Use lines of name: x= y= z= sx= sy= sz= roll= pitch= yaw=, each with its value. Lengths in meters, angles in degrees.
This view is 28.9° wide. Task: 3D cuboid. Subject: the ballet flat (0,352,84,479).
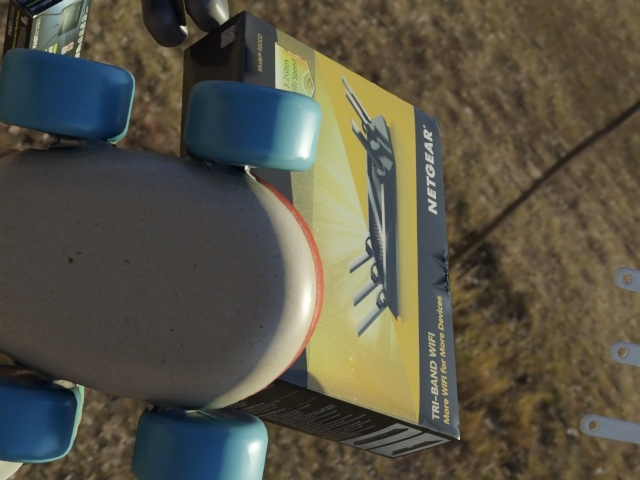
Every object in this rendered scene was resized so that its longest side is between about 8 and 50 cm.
ballet flat: x=-0.371 y=0.205 z=1.118 sx=0.123 sy=0.348 sz=0.123 roll=-25 pitch=90 yaw=-87

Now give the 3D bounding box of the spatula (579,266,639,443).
spatula: x=0.331 y=0.113 z=0.985 sx=0.241 sy=0.168 sz=0.019 roll=11 pitch=7 yaw=-11

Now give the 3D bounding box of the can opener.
can opener: x=-0.120 y=-0.274 z=1.100 sx=0.095 sy=0.076 sz=0.284 roll=56 pitch=19 yaw=-54

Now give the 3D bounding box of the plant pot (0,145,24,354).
plant pot: x=-0.337 y=0.031 z=1.260 sx=0.237 sy=0.237 sz=0.109 roll=51 pitch=37 yaw=4

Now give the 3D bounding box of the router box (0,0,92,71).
router box: x=-0.296 y=-0.228 z=1.342 sx=0.038 sy=0.122 sz=0.092 roll=40 pitch=52 yaw=13

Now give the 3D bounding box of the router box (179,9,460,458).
router box: x=0.000 y=0.000 z=1.012 sx=0.243 sy=0.081 sz=0.309 roll=23 pitch=55 yaw=-40

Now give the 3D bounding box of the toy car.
toy car: x=-0.091 y=0.014 z=0.757 sx=0.210 sy=0.219 sz=0.238 roll=10 pitch=3 yaw=8
